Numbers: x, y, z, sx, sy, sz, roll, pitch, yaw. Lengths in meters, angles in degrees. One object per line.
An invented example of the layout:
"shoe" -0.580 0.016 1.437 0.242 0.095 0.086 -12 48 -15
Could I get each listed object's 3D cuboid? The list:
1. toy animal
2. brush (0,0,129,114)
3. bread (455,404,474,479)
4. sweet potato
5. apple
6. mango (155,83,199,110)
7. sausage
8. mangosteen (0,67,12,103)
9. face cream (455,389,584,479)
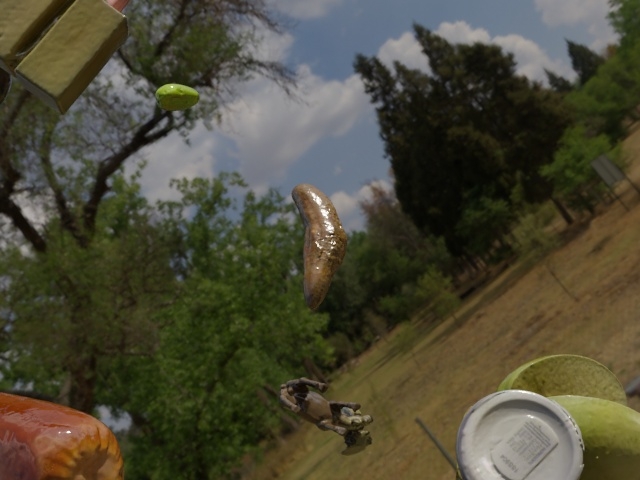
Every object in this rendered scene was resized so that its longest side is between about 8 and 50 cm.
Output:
"toy animal" 0.019 0.315 1.286 0.094 0.214 0.186 -61 4 -22
"brush" -0.204 -0.237 0.646 0.233 0.103 0.047 -54 2 -12
"bread" 0.326 0.467 1.437 0.087 0.270 0.098 11 -6 -25
"sweet potato" 0.003 -0.003 1.566 0.114 0.342 0.092 -20 -38 14
"apple" 0.447 0.350 1.285 0.292 0.254 0.292 -162 90 -77
"mango" -0.340 -0.340 1.678 0.108 0.056 0.073 -5 -24 -29
"sausage" -0.278 0.164 0.580 0.300 0.083 0.089 2 1 32
"mangosteen" -0.792 -0.362 1.498 0.250 0.211 0.211 -29 -12 -43
"face cream" 0.292 0.321 1.043 0.177 0.177 0.153 -37 -27 -5
